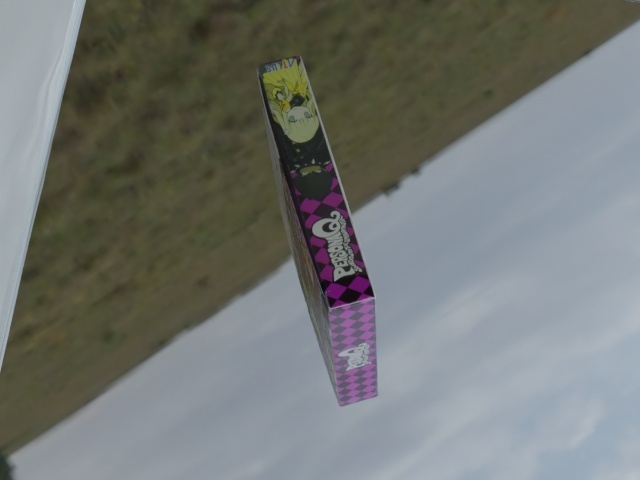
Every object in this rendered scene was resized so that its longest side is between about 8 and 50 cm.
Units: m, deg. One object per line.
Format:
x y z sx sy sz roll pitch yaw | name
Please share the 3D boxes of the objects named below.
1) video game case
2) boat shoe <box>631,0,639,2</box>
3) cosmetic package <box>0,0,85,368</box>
0.000 0.000 1.111 0.041 0.210 0.232 -15 156 -4 | video game case
0.148 -0.283 1.011 0.120 0.324 0.123 -50 165 -83 | boat shoe
-0.376 -0.078 0.654 0.329 0.328 0.393 17 -174 37 | cosmetic package
